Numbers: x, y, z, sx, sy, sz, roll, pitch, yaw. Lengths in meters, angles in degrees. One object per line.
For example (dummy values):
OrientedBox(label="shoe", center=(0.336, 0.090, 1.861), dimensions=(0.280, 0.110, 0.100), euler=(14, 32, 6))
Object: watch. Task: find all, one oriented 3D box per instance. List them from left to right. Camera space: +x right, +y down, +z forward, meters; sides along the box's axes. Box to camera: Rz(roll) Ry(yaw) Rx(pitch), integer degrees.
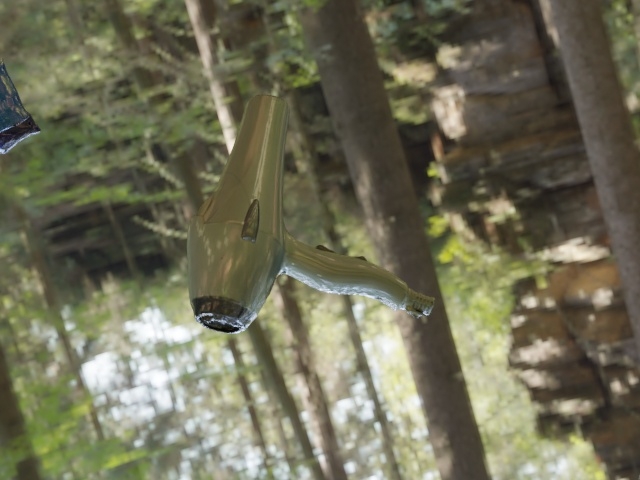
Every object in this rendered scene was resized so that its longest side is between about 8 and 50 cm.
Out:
OrientedBox(label="watch", center=(-0.532, -0.193, 1.877), dimensions=(0.196, 0.171, 0.200), euler=(-39, -163, -24))

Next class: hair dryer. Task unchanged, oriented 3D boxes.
OrientedBox(label="hair dryer", center=(-0.017, -0.029, 1.105), dimensions=(0.224, 0.219, 0.088), euler=(-3, 162, -20))

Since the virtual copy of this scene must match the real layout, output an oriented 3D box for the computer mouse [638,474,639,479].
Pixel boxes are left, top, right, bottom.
OrientedBox(label="computer mouse", center=(0.284, 0.198, 0.867), dimensions=(0.128, 0.231, 0.079), euler=(23, -172, 30))
